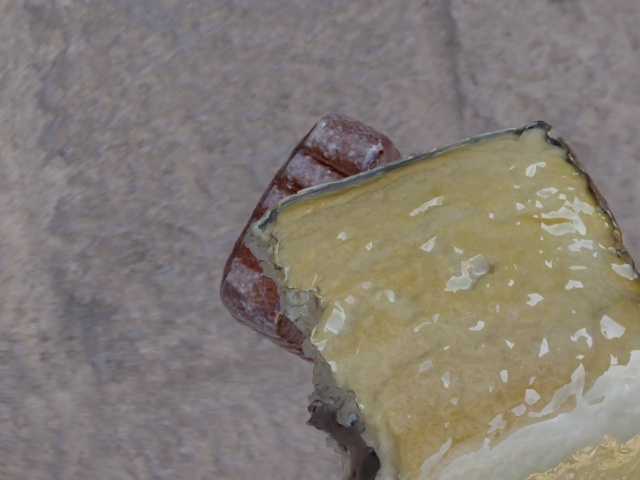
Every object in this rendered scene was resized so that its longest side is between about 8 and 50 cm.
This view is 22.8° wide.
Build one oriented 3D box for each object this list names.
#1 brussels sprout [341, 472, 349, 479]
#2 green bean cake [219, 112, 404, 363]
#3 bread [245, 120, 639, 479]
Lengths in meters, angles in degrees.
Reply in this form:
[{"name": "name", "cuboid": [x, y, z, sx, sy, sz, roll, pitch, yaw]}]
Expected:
[{"name": "brussels sprout", "cuboid": [0.118, 0.265, 1.141, 0.276, 0.315, 0.371, 16, 108, 23]}, {"name": "green bean cake", "cuboid": [0.000, 0.000, 0.943, 0.056, 0.135, 0.135, 30, 84, 17]}, {"name": "bread", "cuboid": [0.046, 0.038, 0.458, 0.106, 0.082, 0.125, -16, 52, -10]}]
